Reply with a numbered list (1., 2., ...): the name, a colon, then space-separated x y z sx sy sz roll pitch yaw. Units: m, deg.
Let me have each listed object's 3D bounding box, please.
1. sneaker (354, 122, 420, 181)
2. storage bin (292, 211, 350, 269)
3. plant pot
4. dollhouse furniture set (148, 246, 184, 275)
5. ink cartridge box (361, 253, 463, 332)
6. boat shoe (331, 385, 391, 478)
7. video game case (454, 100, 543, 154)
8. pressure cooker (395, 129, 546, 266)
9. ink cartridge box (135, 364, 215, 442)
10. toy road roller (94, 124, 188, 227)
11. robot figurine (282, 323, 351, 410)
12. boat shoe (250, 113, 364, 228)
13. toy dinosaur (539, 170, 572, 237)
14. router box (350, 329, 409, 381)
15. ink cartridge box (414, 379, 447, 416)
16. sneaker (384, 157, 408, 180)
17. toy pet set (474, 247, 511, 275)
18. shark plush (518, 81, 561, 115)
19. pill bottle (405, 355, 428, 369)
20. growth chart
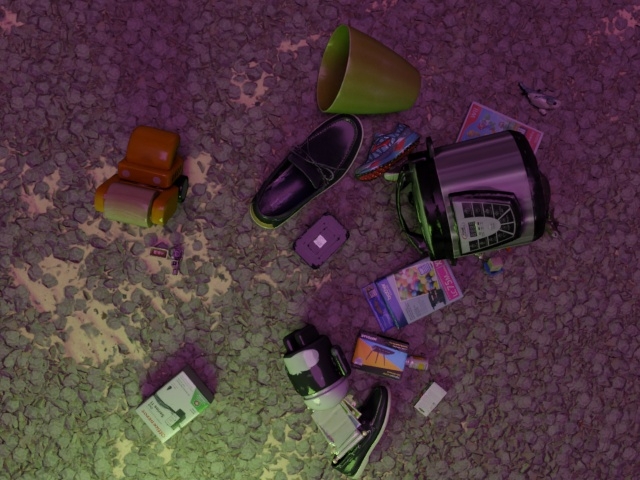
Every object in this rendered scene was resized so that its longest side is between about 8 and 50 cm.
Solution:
1. sneaker: 0.212 -0.309 1.688 0.261 0.104 0.125 -36 76 -7
2. storage bin: 0.000 0.000 1.671 0.180 0.084 0.122 -45 94 -3
3. plant pot: 0.172 -0.532 1.607 0.293 0.275 0.275 7 90 -21
4. dollhouse furniture set: -0.531 0.067 1.637 0.114 0.081 0.091 11 90 -4
5. ink cartridge box: 0.323 0.181 1.709 0.311 0.065 0.186 -26 92 -1
6. boat shoe: 0.132 0.646 1.669 0.113 0.127 0.340 22 99 -16
7. video game case: 0.631 -0.347 1.738 0.285 0.025 0.204 23 89 -4
8. pressure cooker: 0.454 -0.127 1.548 0.420 0.375 0.370 -11 71 12
9. ink cartridge box: -0.490 0.550 1.644 0.208 0.087 0.153 -40 93 -2
10. toy road roller: -0.540 -0.211 1.511 0.202 0.329 0.241 12 119 -3
11. robot figurine: -0.016 0.425 1.628 0.173 0.209 0.278 -25 85 -17
12. boat shoe: -0.038 -0.236 1.631 0.500 0.156 0.187 -44 91 -3
13. toy dinosaur: 0.754 -0.154 1.717 0.160 0.121 0.314 -11 89 -15
14. router box: 0.208 0.399 1.695 0.178 0.046 0.133 14 91 7
15. ink cartridge box: 0.388 0.562 1.733 0.063 0.029 0.115 41 89 -4
16. sneaker: 0.294 -0.253 1.707 0.157 0.061 0.065 -12 76 -11
17. toy pet set: 0.615 0.061 1.737 0.122 0.065 0.114 -6 56 -7
18. shark plush: 0.781 -0.514 1.747 0.161 0.073 0.067 29 68 16
19. pill bottle: 0.336 0.431 1.719 0.083 0.043 0.043 9 90 -4
20. growth chart: 0.057 0.598 1.649 0.172 0.021 0.237 -38 52 3
